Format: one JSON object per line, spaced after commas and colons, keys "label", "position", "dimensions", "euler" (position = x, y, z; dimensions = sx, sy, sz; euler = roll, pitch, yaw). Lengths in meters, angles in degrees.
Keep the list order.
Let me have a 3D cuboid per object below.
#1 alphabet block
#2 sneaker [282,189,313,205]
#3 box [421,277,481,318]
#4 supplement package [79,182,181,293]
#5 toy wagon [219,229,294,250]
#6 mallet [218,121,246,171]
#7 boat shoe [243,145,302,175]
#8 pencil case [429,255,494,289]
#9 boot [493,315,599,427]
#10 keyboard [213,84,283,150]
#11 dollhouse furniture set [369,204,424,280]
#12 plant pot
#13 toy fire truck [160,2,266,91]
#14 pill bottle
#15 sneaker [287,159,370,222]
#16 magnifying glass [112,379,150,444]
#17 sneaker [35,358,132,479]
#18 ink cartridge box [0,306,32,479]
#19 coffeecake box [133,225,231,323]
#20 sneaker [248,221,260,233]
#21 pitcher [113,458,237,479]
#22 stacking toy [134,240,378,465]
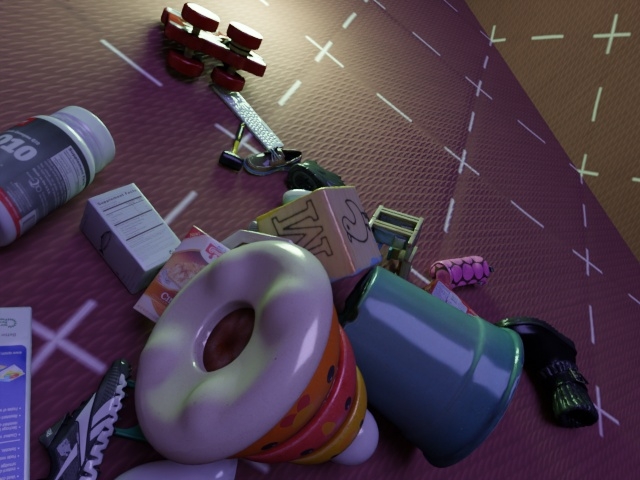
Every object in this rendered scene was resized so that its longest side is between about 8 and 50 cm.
{"label": "alphabet block", "position": [0.000, 0.000, 1.117], "dimensions": [0.192, 0.194, 0.197], "euler": [-17, 85, -65]}
{"label": "sneaker", "position": [-0.002, -0.022, 1.263], "dimensions": [0.256, 0.094, 0.151], "euler": [32, 49, -11]}
{"label": "box", "position": [0.348, 0.246, 1.300], "dimensions": [0.257, 0.122, 0.128], "euler": [43, 45, -2]}
{"label": "supplement package", "position": [-0.376, -0.005, 0.970], "dimensions": [0.179, 0.105, 0.105], "euler": [50, 45, 5]}
{"label": "toy wagon", "position": [-0.150, 0.155, 0.981], "dimensions": [0.268, 0.068, 0.344], "euler": [11, 79, -1]}
{"label": "mallet", "position": [-0.219, -0.258, 1.320], "dimensions": [0.062, 0.039, 0.189], "euler": [29, 43, -14]}
{"label": "boat shoe", "position": [-0.129, -0.228, 1.338], "dimensions": [0.183, 0.066, 0.066], "euler": [-17, 70, -42]}
{"label": "pencil case", "position": [0.433, 0.102, 1.494], "dimensions": [0.210, 0.095, 0.098], "euler": [-5, 79, -36]}
{"label": "boot", "position": [0.663, 0.385, 1.422], "dimensions": [0.348, 0.131, 0.260], "euler": [24, 48, -21]}
{"label": "keyboard", "position": [-0.210, -0.363, 1.416], "dimensions": [0.256, 0.014, 0.072], "euler": [49, 45, 4]}
{"label": "dollhouse furniture set", "position": [0.191, 0.027, 1.337], "dimensions": [0.130, 0.183, 0.129], "euler": [19, 42, 16]}
{"label": "plant pot", "position": [0.190, 0.248, 1.064], "dimensions": [0.334, 0.341, 0.341], "euler": [33, 45, 0]}
{"label": "toy fire truck", "position": [-0.308, -0.577, 1.410], "dimensions": [0.303, 0.169, 0.253], "euler": [14, 32, -26]}
{"label": "pill bottle", "position": [-0.536, -0.133, 0.907], "dimensions": [0.161, 0.161, 0.283], "euler": [38, 45, -7]}
{"label": "sneaker", "position": [0.043, -0.126, 1.370], "dimensions": [0.286, 0.109, 0.130], "euler": [46, 34, -5]}
{"label": "magnifying glass", "position": [-0.291, 0.334, 0.844], "dimensions": [0.231, 0.026, 0.092], "euler": [43, 44, -3]}
{"label": "sneaker", "position": [-0.374, 0.294, 0.758], "dimensions": [0.106, 0.078, 0.234], "euler": [20, 64, -15]}
{"label": "ink cartridge box", "position": [-0.519, 0.274, 0.694], "dimensions": [0.176, 0.069, 0.370], "euler": [4, 55, -35]}
{"label": "coffeecake box", "position": [-0.231, 0.090, 0.918], "dimensions": [0.142, 0.068, 0.185], "euler": [33, 79, 3]}
{"label": "sneaker", "position": [-0.119, 0.007, 1.192], "dimensions": [0.134, 0.051, 0.070], "euler": [50, 30, 15]}
{"label": "pitcher", "position": [-0.232, 0.427, 0.762], "dimensions": [0.207, 0.126, 0.177], "euler": [-12, 98, -37]}
{"label": "stacking toy", "position": [-0.029, 0.258, 0.833], "dimensions": [0.480, 0.351, 0.350], "euler": [47, 37, -37]}
